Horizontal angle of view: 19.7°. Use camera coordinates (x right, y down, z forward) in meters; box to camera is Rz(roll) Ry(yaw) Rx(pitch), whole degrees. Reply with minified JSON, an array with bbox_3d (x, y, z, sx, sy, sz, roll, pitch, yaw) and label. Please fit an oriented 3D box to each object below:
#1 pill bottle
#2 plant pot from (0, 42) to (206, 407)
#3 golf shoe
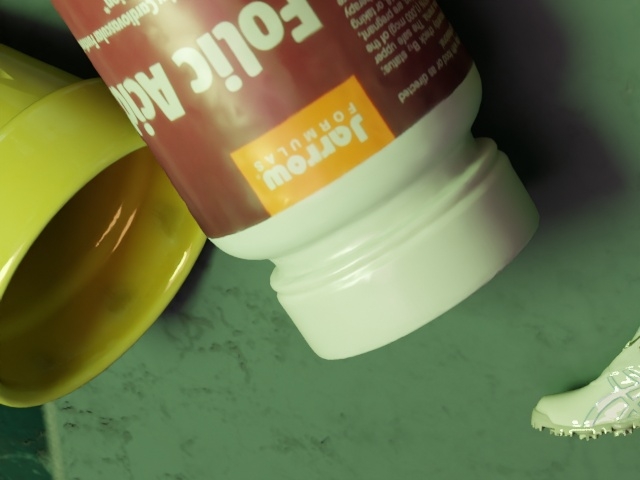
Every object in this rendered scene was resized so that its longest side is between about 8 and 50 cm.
[{"bbox_3d":[-0.029,-0.128,1.265,0.224,0.224,0.392,-26,103,34],"label":"pill bottle"},{"bbox_3d":[-0.247,-0.040,1.422,0.239,0.254,0.254,36,128,21],"label":"plant pot"},{"bbox_3d":[0.238,0.102,1.376,0.176,0.069,0.086,-10,92,27],"label":"golf shoe"}]
